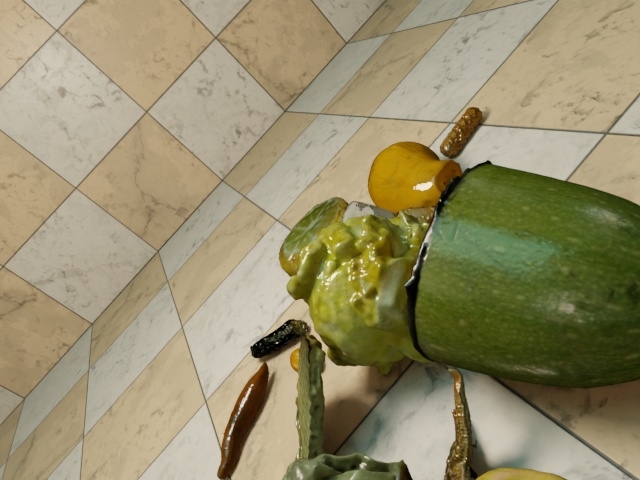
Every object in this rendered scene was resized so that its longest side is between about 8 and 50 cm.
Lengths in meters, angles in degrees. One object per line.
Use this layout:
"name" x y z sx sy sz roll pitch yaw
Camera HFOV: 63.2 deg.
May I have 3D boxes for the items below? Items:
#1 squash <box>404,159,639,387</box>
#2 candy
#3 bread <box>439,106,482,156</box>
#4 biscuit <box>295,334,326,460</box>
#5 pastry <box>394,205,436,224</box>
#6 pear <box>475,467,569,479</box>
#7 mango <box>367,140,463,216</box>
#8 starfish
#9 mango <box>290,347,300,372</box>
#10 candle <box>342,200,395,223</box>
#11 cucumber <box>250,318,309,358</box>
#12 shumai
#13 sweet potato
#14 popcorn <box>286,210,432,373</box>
"squash" 0.323 0.070 0.678 0.308 0.310 0.310 18 66 39
"candy" 0.000 0.000 1.390 0.260 0.118 0.260 -39 21 19
"bread" 0.354 -0.273 1.311 0.157 0.044 0.052 -53 32 -12
"biscuit" -0.022 0.295 0.934 0.187 0.036 0.274 -155 66 -78
"pastry" 0.215 -0.024 1.063 0.153 0.153 0.081 -15 60 47
"pear" 0.216 0.330 0.529 0.178 0.178 0.178 -35 28 22
"mango" 0.206 -0.137 1.220 0.187 0.144 0.359 -50 22 9
"starfish" 0.177 0.306 0.669 0.050 0.138 0.247 -2 47 17
"mango" -0.032 0.263 1.132 0.089 0.046 0.060 0 51 51
"candle" 0.102 -0.003 1.197 0.192 0.068 0.169 -141 61 -69
"cucumber" -0.106 0.243 1.269 0.181 0.053 0.053 -36 28 28
"shumai" 0.032 0.429 0.707 0.225 0.222 0.261 -71 -3 -60
"sweet potato" -0.173 0.393 1.156 0.057 0.057 0.265 -14 45 49
"popcorn" 0.095 0.085 0.943 0.312 0.312 0.312 -35 28 22
